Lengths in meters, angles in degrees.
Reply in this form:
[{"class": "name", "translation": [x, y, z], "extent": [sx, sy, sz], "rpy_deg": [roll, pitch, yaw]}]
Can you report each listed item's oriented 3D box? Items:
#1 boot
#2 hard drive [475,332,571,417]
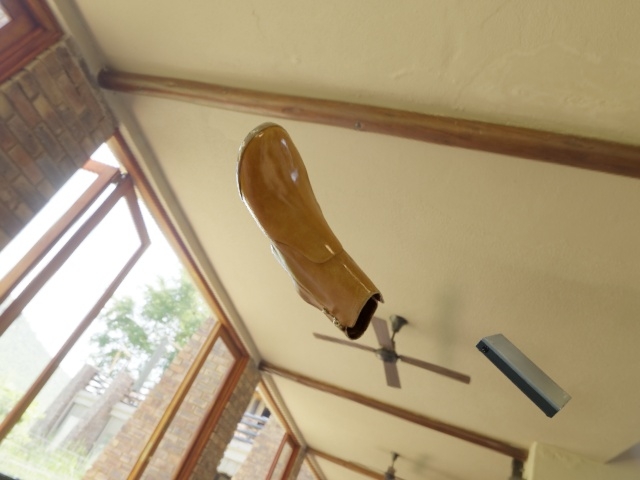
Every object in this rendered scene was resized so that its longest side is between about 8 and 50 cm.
[{"class": "boot", "translation": [-0.001, 0.001, 0.631], "extent": [0.211, 0.104, 0.295], "rpy_deg": [42, -24, 32]}, {"class": "hard drive", "translation": [0.303, 0.197, 0.700], "extent": [0.094, 0.022, 0.135], "rpy_deg": [8, 32, -53]}]
